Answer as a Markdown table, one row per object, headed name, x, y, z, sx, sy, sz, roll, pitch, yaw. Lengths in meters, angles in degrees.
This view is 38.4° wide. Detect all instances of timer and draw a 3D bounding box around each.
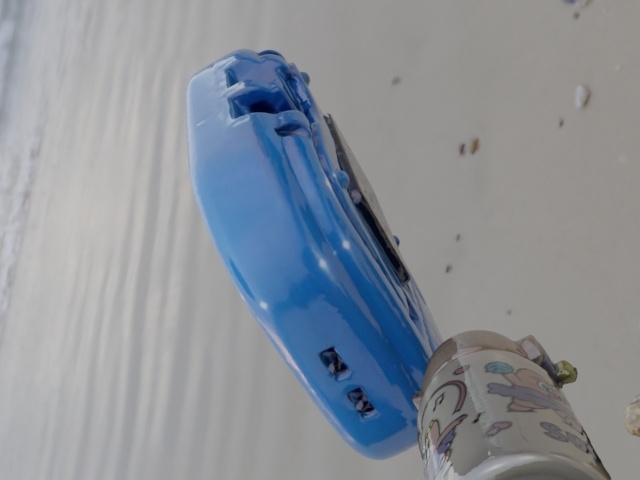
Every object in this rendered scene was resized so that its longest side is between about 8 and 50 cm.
| name | x | y | z | sx | sy | sz | roll | pitch | yaw |
| --- | --- | --- | --- | --- | --- | --- | --- | --- | --- |
| timer | 0.000 | 0.000 | 0.781 | 0.115 | 0.309 | 0.340 | -29 | 30 | 7 |

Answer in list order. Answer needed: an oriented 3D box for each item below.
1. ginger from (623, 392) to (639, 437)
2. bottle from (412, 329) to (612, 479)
| name | x | y | z | sx | sy | sz | roll | pitch | yaw |
| --- | --- | --- | --- | --- | --- | --- | --- | --- | --- |
| ginger | 0.473 | 0.192 | 1.101 | 0.221 | 0.275 | 0.130 | -9 | 66 | 25 |
| bottle | 0.113 | 0.117 | 0.550 | 0.110 | 0.097 | 0.209 | -27 | 14 | 9 |
